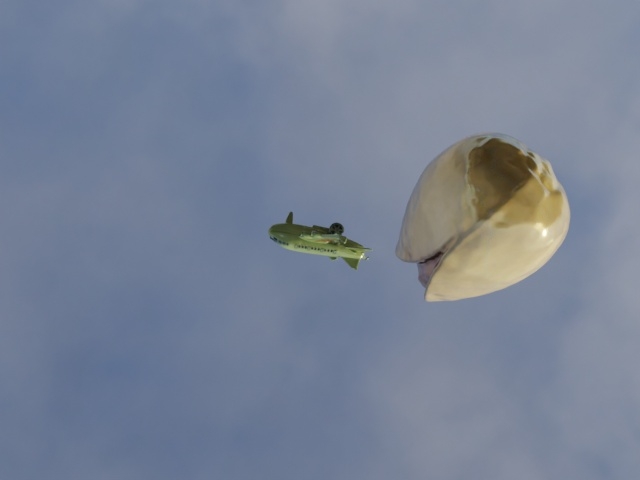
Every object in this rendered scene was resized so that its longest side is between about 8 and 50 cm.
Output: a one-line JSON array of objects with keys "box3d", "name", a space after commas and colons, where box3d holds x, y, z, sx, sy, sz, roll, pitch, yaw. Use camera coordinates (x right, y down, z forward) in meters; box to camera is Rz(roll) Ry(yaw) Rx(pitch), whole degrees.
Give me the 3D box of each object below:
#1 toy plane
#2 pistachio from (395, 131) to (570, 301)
[{"box3d": [0.000, 0.000, 1.407, 0.111, 0.102, 0.040, 19, -107, -1], "name": "toy plane"}, {"box3d": [0.193, -0.021, 1.662, 0.187, 0.299, 0.187, 9, -116, -18], "name": "pistachio"}]
